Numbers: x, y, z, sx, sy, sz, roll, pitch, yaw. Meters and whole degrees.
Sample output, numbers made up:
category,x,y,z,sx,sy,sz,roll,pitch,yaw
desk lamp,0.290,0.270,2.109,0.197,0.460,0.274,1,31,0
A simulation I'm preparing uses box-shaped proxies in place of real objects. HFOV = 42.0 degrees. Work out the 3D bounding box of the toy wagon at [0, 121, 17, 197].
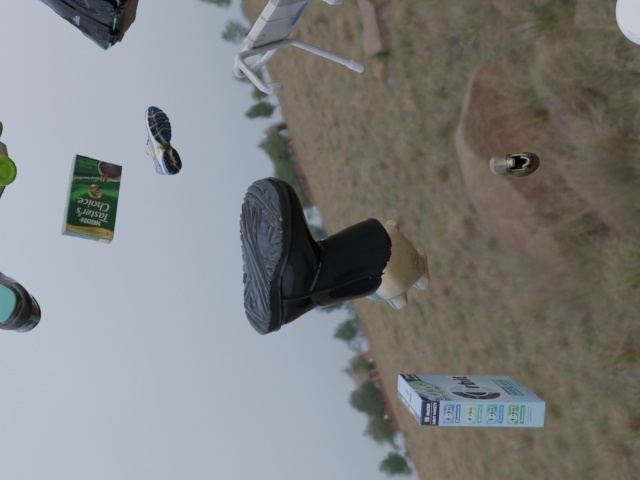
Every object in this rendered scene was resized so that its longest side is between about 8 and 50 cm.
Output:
category,x,y,z,sx,sy,sz,roll,pitch,yaw
toy wagon,-0.676,-0.109,1.578,0.068,0.267,0.344,39,-119,-46

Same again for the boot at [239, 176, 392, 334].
category,x,y,z,sx,sy,sz,roll,pitch,yaw
boot,0.000,0.000,1.124,0.094,0.207,0.246,40,139,39

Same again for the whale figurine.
category,x,y,z,sx,sy,sz,roll,pitch,yaw
whale figurine,0.160,0.061,1.988,0.272,0.141,0.216,10,-110,-54

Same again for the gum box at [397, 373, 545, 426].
category,x,y,z,sx,sy,sz,roll,pitch,yaw
gum box,0.223,0.240,1.260,0.157,0.184,0.041,-142,54,-82

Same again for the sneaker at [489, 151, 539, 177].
category,x,y,z,sx,sy,sz,roll,pitch,yaw
sneaker,0.510,-0.191,2.106,0.071,0.188,0.066,-1,97,50

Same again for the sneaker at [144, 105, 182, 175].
category,x,y,z,sx,sy,sz,roll,pitch,yaw
sneaker,-0.312,-0.186,1.580,0.052,0.058,0.135,-20,-82,-47

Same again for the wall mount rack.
category,x,y,z,sx,sy,sz,roll,pitch,yaw
wall mount rack,0.013,-0.380,1.426,0.130,0.350,0.304,48,-141,8

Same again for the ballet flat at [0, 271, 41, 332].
category,x,y,z,sx,sy,sz,roll,pitch,yaw
ballet flat,-0.405,0.055,0.984,0.203,0.074,0.074,24,156,26

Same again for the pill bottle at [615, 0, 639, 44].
category,x,y,z,sx,sy,sz,roll,pitch,yaw
pill bottle,0.552,-0.377,1.343,0.215,0.117,0.117,-26,-83,-49

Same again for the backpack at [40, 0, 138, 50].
category,x,y,z,sx,sy,sz,roll,pitch,yaw
backpack,-0.362,-0.410,1.263,0.144,0.188,0.166,-65,7,-25

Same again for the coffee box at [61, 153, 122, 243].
category,x,y,z,sx,sy,sz,roll,pitch,yaw
coffee box,-0.509,-0.092,1.861,0.040,0.113,0.184,-28,53,55
